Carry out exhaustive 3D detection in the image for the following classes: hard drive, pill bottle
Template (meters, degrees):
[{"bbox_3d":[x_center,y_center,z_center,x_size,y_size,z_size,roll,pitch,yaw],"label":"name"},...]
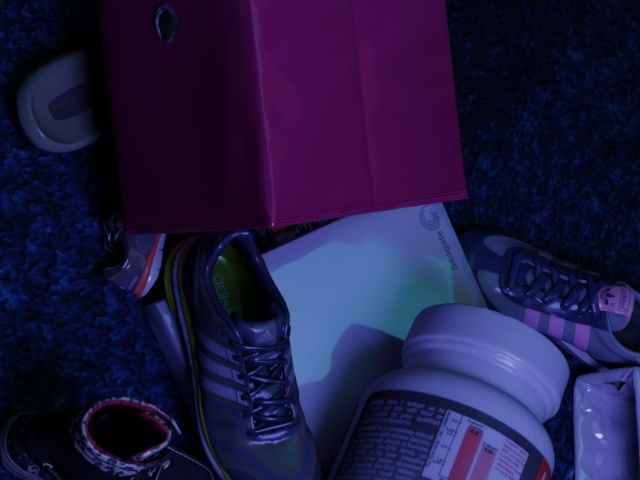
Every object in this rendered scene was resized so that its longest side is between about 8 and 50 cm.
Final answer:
[{"bbox_3d":[0.015,0.105,1.911,0.353,0.047,0.233,-25,93,-27],"label":"hard drive"},{"bbox_3d":[0.110,0.256,1.783,0.210,0.210,0.363,36,62,-22],"label":"pill bottle"}]

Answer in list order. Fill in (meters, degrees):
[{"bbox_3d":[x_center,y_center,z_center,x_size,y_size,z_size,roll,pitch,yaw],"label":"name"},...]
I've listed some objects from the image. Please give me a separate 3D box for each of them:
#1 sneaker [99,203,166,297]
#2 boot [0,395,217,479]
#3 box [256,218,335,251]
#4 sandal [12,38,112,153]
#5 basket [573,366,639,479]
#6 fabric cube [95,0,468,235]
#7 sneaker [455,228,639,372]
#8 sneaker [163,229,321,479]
[{"bbox_3d":[-0.187,-0.024,1.835,0.065,0.061,0.158,19,67,-21],"label":"sneaker"},{"bbox_3d":[-0.170,0.210,1.712,0.236,0.178,0.085,21,68,-29],"label":"boot"},{"bbox_3d":[0.000,0.000,1.973,0.137,0.027,0.094,-21,90,-36],"label":"box"},{"bbox_3d":[-0.180,-0.181,1.858,0.303,0.086,0.120,-39,101,-34],"label":"sandal"},{"bbox_3d":[0.372,0.239,2.117,0.103,0.113,0.167,9,74,-35],"label":"basket"},{"bbox_3d":[-0.042,-0.148,1.753,0.259,0.254,0.258,-9,95,-39],"label":"fabric cube"},{"bbox_3d":[0.290,0.061,2.093,0.319,0.131,0.112,24,66,-28],"label":"sneaker"},{"bbox_3d":[-0.071,0.123,1.761,0.111,0.121,0.300,-18,81,-23],"label":"sneaker"}]
